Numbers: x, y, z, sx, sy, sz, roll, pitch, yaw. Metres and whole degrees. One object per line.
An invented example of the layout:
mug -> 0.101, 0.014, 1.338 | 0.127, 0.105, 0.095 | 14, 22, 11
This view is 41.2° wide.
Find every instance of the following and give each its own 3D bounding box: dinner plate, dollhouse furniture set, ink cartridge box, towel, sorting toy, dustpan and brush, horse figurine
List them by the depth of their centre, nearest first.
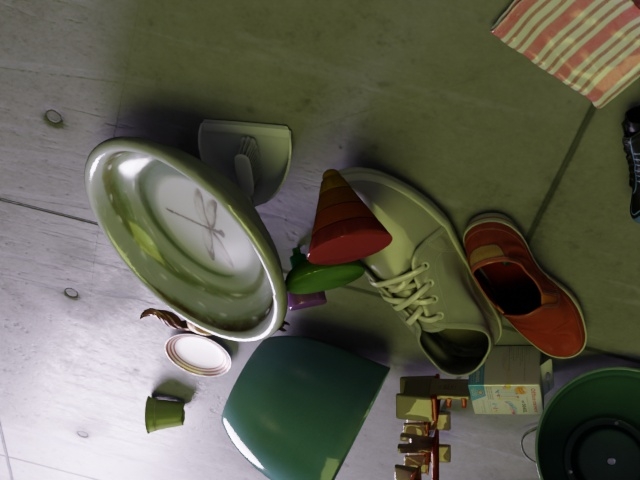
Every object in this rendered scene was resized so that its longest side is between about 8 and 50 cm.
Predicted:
towel -> 0.332, -0.257, 1.065 | 0.197, 0.029, 0.144 | 30, 135, -15
sorting toy -> 0.000, 0.000, 1.310 | 0.127, 0.126, 0.365 | -8, 162, -17
dustpan and brush -> -0.114, -0.084, 1.341 | 0.147, 0.060, 0.211 | 6, 136, 9
ink cartridge box -> 0.346, 0.252, 1.534 | 0.143, 0.090, 0.092 | -3, 133, 19
horse figurine -> -0.203, 0.118, 1.570 | 0.263, 0.066, 0.174 | -19, 121, 28
dollhouse furniture set -> 0.216, 0.392, 1.608 | 0.135, 0.262, 0.259 | 1, 108, 12
dinner plate -> -0.247, 0.230, 1.729 | 0.141, 0.017, 0.141 | 8, 135, 8

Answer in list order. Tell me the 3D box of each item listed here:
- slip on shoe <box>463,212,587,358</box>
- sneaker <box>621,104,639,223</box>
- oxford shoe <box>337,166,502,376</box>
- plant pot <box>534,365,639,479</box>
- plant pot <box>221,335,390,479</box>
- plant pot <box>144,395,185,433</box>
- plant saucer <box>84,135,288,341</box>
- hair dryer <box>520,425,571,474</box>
slip on shoe -> 0.331, 0.097, 1.374 | 0.123, 0.101, 0.331 | -20, 127, 29
sneaker -> 0.442, -0.122, 1.142 | 0.090, 0.081, 0.232 | 12, 130, 8
oxford shoe -> 0.155, 0.061, 1.368 | 0.169, 0.130, 0.449 | -18, 125, 36
plant pot -> 0.526, 0.388, 1.516 | 0.292, 0.293, 0.196 | 4, 161, 12
plant pot -> -0.040, 0.312, 1.574 | 0.235, 0.293, 0.293 | 27, 137, 8
plant pot -> -0.340, 0.384, 1.875 | 0.079, 0.083, 0.083 | -1, 135, 0
plant saucer -> -0.197, -0.015, 1.355 | 0.400, 0.100, 0.401 | 26, 143, 22
hair dryer -> 0.553, 0.462, 1.673 | 0.293, 0.080, 0.224 | -9, 112, 8
